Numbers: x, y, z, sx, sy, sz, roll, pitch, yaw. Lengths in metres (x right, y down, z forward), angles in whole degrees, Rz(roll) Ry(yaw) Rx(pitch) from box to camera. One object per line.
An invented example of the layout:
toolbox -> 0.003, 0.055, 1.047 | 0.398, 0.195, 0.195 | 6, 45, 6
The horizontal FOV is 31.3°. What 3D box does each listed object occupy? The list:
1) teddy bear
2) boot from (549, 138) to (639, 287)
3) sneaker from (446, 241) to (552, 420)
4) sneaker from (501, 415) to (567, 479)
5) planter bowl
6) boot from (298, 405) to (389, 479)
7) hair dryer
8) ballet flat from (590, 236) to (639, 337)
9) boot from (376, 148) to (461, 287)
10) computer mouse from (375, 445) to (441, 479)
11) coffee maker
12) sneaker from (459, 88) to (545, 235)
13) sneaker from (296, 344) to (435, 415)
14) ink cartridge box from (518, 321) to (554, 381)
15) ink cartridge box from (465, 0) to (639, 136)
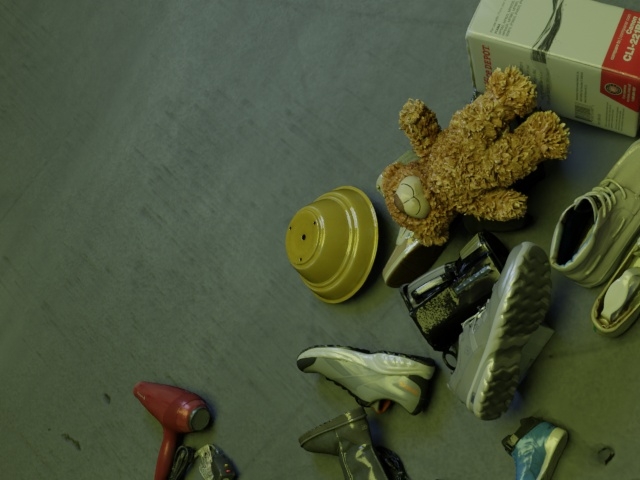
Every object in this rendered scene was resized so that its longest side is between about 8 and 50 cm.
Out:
teddy bear -> 0.229, -0.123, 1.793 | 0.338, 0.113, 0.245 | -19, 109, 28
boot -> 0.444, -0.052, 1.752 | 0.095, 0.123, 0.258 | 28, 94, 38
sneaker -> 0.262, 0.129, 1.761 | 0.115, 0.105, 0.281 | 27, 99, 46
sneaker -> 0.314, 0.347, 1.773 | 0.084, 0.058, 0.152 | 24, 87, 33
planter bowl -> 0.000, 0.000, 2.057 | 0.217, 0.090, 0.217 | -18, 66, 49
boot -> 0.054, 0.405, 1.949 | 0.189, 0.076, 0.209 | -37, 73, 52
hair dryer -> -0.296, 0.388, 2.205 | 0.223, 0.080, 0.294 | -39, 57, 22
ballet flat -> 0.490, 0.042, 1.719 | 0.086, 0.086, 0.248 | 41, 102, 37
boot -> 0.148, -0.039, 2.003 | 0.213, 0.077, 0.165 | -56, 50, 13
computer mouse -> 0.165, 0.407, 1.881 | 0.242, 0.041, 0.071 | 25, 93, 39
coffee maker -> 0.249, 0.097, 1.877 | 0.178, 0.120, 0.171 | -36, 92, 24
sneaker -> 0.314, -0.147, 1.905 | 0.130, 0.109, 0.286 | 3, 88, 31
sneaker -> 0.067, 0.237, 1.969 | 0.271, 0.100, 0.108 | 5, 85, 37
ink cartridge box -> 0.318, 0.177, 1.818 | 0.029, 0.063, 0.115 | 41, 103, 37
ink cartridge box -> 0.376, -0.283, 1.765 | 0.272, 0.197, 0.114 | 19, 75, 18
